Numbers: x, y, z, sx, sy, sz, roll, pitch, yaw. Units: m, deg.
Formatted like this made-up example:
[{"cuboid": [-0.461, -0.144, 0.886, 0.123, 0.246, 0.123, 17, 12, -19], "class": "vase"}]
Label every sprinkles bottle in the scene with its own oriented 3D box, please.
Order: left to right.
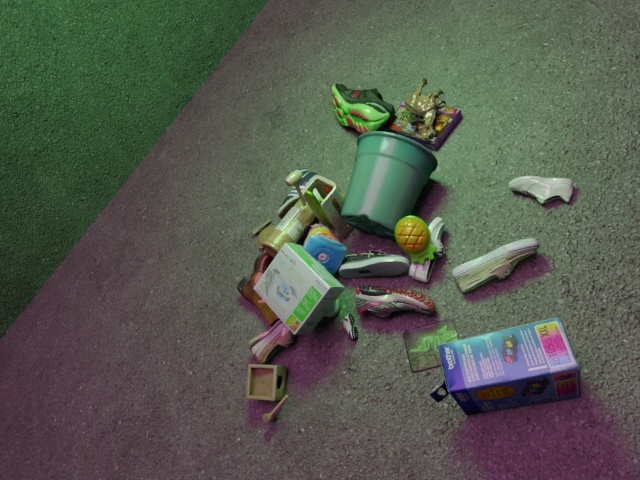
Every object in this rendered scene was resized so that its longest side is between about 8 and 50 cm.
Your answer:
[{"cuboid": [-0.112, -0.078, 1.948, 0.121, 0.121, 0.355, 20, 62, 37], "class": "sprinkles bottle"}]

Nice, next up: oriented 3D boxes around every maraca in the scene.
[{"cuboid": [0.348, -0.002, 1.592, 0.127, 0.099, 0.186, -33, 80, 25], "class": "maraca"}]

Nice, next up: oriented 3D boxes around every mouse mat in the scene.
[{"cuboid": [0.389, 0.364, 1.512, 0.189, 0.007, 0.153, -20, 54, 17], "class": "mouse mat"}]

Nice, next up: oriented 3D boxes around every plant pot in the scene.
[{"cuboid": [0.253, -0.201, 1.743, 0.341, 0.341, 0.334, 14, 78, 35], "class": "plant pot"}]

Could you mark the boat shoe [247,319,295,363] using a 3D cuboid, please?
[{"cuboid": [-0.149, 0.382, 1.757, 0.302, 0.113, 0.103, -38, 69, 11], "class": "boat shoe"}]

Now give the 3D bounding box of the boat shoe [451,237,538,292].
[{"cuboid": [0.609, 0.089, 1.502, 0.302, 0.109, 0.094, -29, 67, 24], "class": "boat shoe"}]

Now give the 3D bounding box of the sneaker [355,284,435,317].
[{"cuboid": [0.273, 0.235, 1.602, 0.299, 0.121, 0.112, 4, 94, 31], "class": "sneaker"}]

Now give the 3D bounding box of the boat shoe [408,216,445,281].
[{"cuboid": [0.425, 0.038, 1.642, 0.084, 0.095, 0.258, 22, 85, 33], "class": "boat shoe"}]

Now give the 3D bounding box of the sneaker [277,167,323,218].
[{"cuboid": [-0.123, -0.233, 2.104, 0.282, 0.099, 0.153, -44, 52, -6], "class": "sneaker"}]

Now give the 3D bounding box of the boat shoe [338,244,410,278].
[{"cuboid": [0.214, 0.081, 1.718, 0.306, 0.113, 0.105, -14, 49, 41], "class": "boat shoe"}]

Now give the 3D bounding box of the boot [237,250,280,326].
[{"cuboid": [-0.210, 0.195, 1.905, 0.264, 0.096, 0.280, -47, 53, -9], "class": "boot"}]

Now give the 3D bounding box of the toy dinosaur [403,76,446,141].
[{"cuboid": [0.433, -0.586, 1.910, 0.200, 0.127, 0.296, -39, 44, 13], "class": "toy dinosaur"}]

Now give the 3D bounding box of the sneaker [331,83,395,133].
[{"cuboid": [0.199, -0.658, 2.141, 0.202, 0.185, 0.483, -23, 42, -14], "class": "sneaker"}]

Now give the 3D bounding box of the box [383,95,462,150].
[{"cuboid": [0.461, -0.540, 1.977, 0.293, 0.057, 0.201, 32, 80, 39], "class": "box"}]

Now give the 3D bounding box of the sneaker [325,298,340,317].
[{"cuboid": [-0.056, 0.157, 1.799, 0.135, 0.150, 0.366, -46, 51, -3], "class": "sneaker"}]

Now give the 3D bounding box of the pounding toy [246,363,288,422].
[{"cuboid": [-0.183, 0.583, 1.662, 0.181, 0.094, 0.206, -5, 73, 24], "class": "pounding toy"}]

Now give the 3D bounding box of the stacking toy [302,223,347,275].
[{"cuboid": [0.000, 0.000, 1.855, 0.302, 0.175, 0.166, -98, 32, -63], "class": "stacking toy"}]

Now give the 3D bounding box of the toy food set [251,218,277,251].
[{"cuboid": [-0.246, -0.015, 2.092, 0.132, 0.038, 0.192, -35, 45, -2], "class": "toy food set"}]

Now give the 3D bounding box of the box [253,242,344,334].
[{"cuboid": [-0.081, 0.180, 1.638, 0.262, 0.126, 0.231, 44, 106, 27], "class": "box"}]

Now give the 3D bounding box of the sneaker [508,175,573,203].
[{"cuboid": [0.787, -0.177, 1.567, 0.212, 0.080, 0.094, 6, 77, 31], "class": "sneaker"}]

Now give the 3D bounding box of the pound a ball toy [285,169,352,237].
[{"cuboid": [0.015, -0.175, 1.839, 0.208, 0.319, 0.136, 32, 77, 36], "class": "pound a ball toy"}]

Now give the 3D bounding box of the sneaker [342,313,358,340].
[{"cuboid": [0.113, 0.338, 1.672, 0.043, 0.040, 0.109, -36, 45, 28], "class": "sneaker"}]

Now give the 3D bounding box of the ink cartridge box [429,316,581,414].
[{"cuboid": [0.513, 0.383, 1.258, 0.395, 0.270, 0.151, -17, 50, 21], "class": "ink cartridge box"}]
